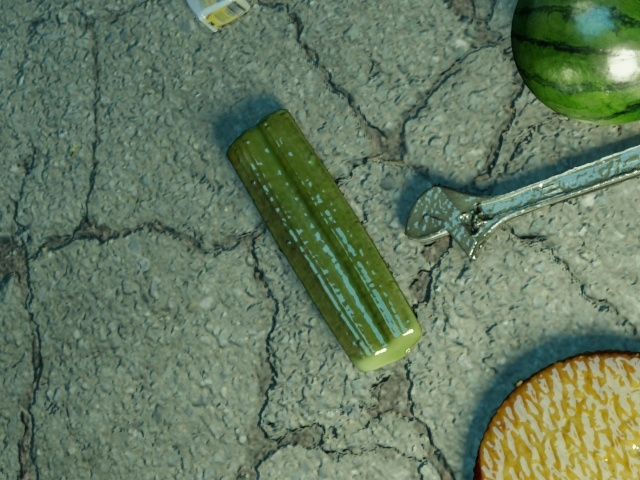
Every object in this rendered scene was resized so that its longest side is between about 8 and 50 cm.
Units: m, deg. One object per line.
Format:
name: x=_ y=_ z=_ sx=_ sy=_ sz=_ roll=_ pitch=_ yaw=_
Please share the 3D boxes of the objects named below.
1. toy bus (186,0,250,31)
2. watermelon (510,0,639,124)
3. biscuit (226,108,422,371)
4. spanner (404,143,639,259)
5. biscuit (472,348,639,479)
toy bus: x=-0.149 y=-0.341 z=1.858 sx=0.075 sy=0.064 sz=0.190 roll=-25 pitch=74 yaw=13
watermelon: x=0.297 y=-0.206 z=1.574 sx=0.215 sy=0.188 sz=0.188 roll=11 pitch=88 yaw=37
biscuit: x=0.000 y=0.000 z=1.764 sx=0.099 sy=0.038 sz=0.322 roll=-35 pitch=71 yaw=13
spanner: x=0.240 y=-0.054 z=1.674 sx=0.325 sy=0.026 sz=0.093 roll=-19 pitch=75 yaw=19
biscuit: x=0.300 y=0.259 z=1.599 sx=0.305 sy=0.038 sz=0.305 roll=-2 pitch=84 yaw=24
